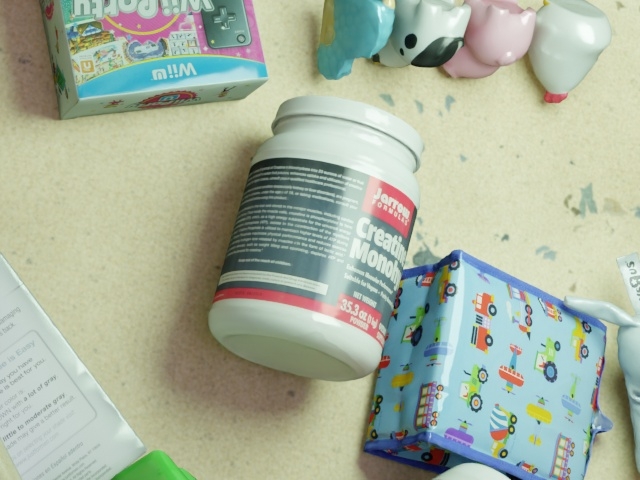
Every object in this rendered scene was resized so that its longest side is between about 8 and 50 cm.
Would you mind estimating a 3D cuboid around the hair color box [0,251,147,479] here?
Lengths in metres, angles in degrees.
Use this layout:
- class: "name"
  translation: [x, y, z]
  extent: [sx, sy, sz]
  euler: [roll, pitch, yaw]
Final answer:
- class: "hair color box"
  translation: [-0.368, 0.123, 1.762]
  extent: [0.185, 0.113, 0.374]
  euler: [-38, 95, -24]

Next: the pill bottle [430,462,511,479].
- class: "pill bottle"
  translation: [0.053, 0.419, 1.804]
  extent: [0.408, 0.229, 0.229]
  euler: [-28, 90, -24]

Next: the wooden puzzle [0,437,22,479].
- class: "wooden puzzle"
  translation: [-0.478, 0.218, 1.657]
  extent: [0.348, 0.080, 0.322]
  euler: [-26, 96, 4]

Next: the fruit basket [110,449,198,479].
- class: "fruit basket"
  translation: [-0.170, 0.415, 1.531]
  extent: [0.392, 0.392, 0.283]
  euler: [-67, 148, -19]

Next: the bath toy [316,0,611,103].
- class: "bath toy"
  translation: [0.174, -0.232, 2.050]
  extent: [0.348, 0.151, 0.129]
  euler: [2, 117, -24]

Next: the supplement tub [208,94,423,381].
- class: "supplement tub"
  translation: [0.000, 0.000, 1.892]
  extent: [0.191, 0.191, 0.272]
  euler: [20, 72, -17]

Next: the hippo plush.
- class: "hippo plush"
  translation: [0.479, 0.143, 2.001]
  extent: [0.234, 0.237, 0.294]
  euler: [-32, 106, -34]

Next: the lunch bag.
- class: "lunch bag"
  translation: [0.220, 0.168, 1.991]
  extent: [0.293, 0.138, 0.220]
  euler: [21, 69, -26]

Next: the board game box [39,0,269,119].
- class: "board game box"
  translation: [-0.199, -0.299, 1.929]
  extent: [0.224, 0.097, 0.303]
  euler: [-9, 83, -23]
